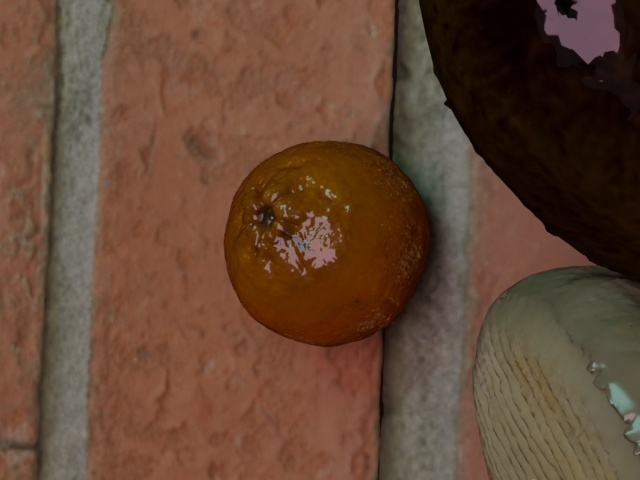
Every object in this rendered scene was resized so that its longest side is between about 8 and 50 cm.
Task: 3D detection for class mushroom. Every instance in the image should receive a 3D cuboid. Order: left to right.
[{"bbox_3d":[0.236,-0.134,1.027,0.356,0.334,0.331,8,94,38],"label":"mushroom"}]

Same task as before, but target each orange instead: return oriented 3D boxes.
[{"bbox_3d":[0.000,0.002,1.249,0.135,0.117,0.136,3,96,32],"label":"orange"}]

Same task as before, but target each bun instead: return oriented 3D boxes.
[{"bbox_3d":[0.193,0.141,1.091,0.146,0.287,0.287,-18,78,-17],"label":"bun"}]
